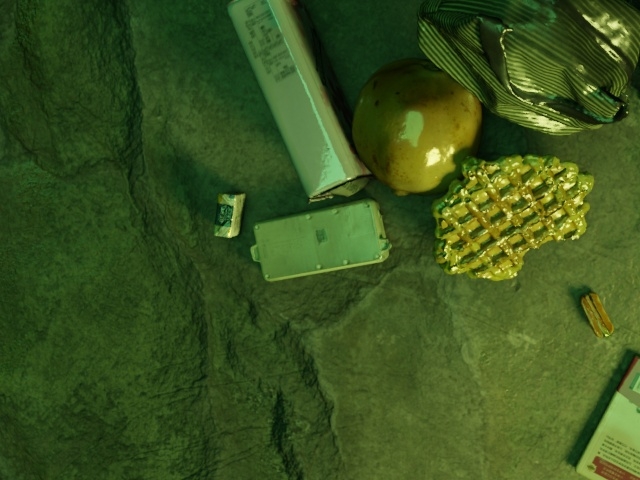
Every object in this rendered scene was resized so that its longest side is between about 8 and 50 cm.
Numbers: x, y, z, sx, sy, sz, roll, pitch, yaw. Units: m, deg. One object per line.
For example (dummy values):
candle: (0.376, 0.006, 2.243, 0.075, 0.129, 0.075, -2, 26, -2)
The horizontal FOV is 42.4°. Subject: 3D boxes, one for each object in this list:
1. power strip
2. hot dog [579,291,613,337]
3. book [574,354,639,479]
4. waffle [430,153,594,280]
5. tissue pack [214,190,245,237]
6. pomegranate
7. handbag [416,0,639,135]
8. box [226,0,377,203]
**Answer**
power strip: (0.000, 0.000, 1.520, 0.270, 0.046, 0.118, -11, 90, 20)
hot dog: (0.467, 0.127, 1.398, 0.037, 0.021, 0.083, -22, 86, -2)
book: (0.555, 0.330, 1.391, 0.162, 0.022, 0.232, 26, 104, 16)
waffle: (0.310, -0.034, 1.358, 0.291, 0.051, 0.291, -6, 132, -7)
tissue pack: (-0.172, -0.050, 1.561, 0.042, 0.062, 0.083, 9, 100, 11)
pomegranate: (0.161, -0.187, 1.359, 0.233, 0.233, 0.233, 2, 97, 18)
handbag: (0.330, -0.310, 1.214, 0.341, 0.240, 0.247, 30, 85, -10)
box: (-0.026, -0.245, 1.428, 0.112, 0.190, 0.369, -23, 88, 19)
